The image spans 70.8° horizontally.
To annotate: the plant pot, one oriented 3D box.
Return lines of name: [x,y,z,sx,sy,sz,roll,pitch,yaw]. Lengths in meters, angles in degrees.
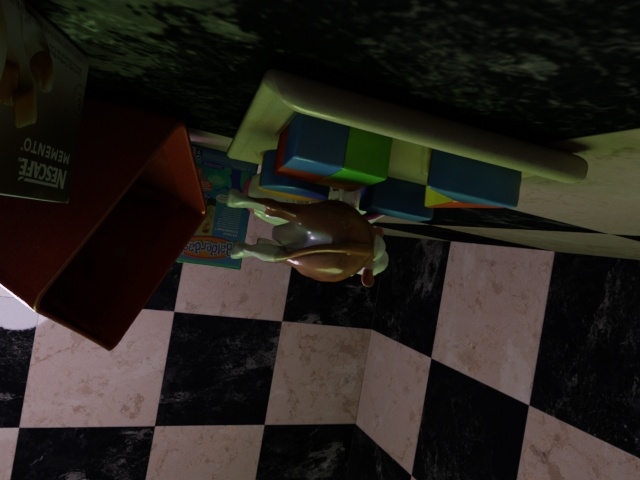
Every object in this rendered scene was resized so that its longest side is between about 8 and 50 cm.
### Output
plant pot: [-0.338,-0.044,0.612,0.235,0.267,0.267,27,156,4]

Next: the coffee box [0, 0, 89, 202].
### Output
coffee box: [-0.256,-0.106,0.287,0.098,0.141,0.246,9,179,-5]

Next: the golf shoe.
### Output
golf shoe: [0.006,-0.085,0.856,0.306,0.115,0.140,2,174,-35]

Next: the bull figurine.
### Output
bull figurine: [0.000,0.000,0.589,0.188,0.101,0.310,10,176,7]

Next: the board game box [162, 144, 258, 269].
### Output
board game box: [-0.210,-0.060,0.826,0.160,0.210,0.047,11,179,-29]

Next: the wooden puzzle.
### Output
wooden puzzle: [0.060,-0.081,0.542,0.322,0.081,0.348,10,180,-17]
